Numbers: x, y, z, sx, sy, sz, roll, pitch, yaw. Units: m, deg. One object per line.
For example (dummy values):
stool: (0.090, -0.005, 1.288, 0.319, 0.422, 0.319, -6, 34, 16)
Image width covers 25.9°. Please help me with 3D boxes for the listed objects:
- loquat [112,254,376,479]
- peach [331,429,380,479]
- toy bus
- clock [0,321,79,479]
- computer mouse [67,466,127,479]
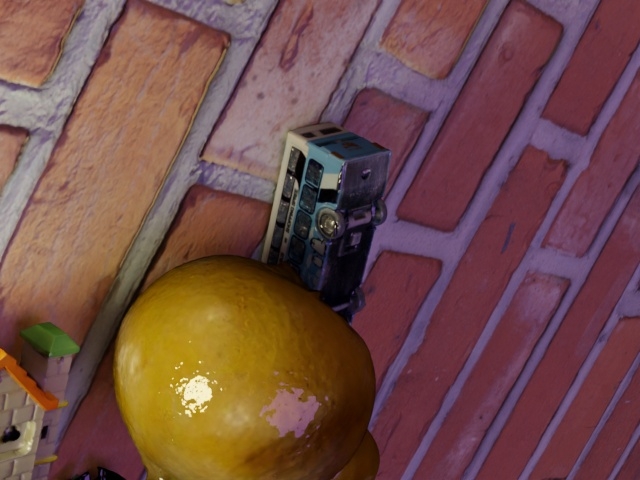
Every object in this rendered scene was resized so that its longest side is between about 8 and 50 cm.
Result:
loquat: (-0.108, 0.192, 1.694, 0.359, 0.328, 0.328, -55, 146, -11)
peach: (-0.017, 0.372, 2.115, 0.251, 0.153, 0.251, -40, 158, -19)
toy bus: (0.000, 0.000, 1.837, 0.106, 0.131, 0.297, -16, 130, -43)
clock: (-0.399, 0.217, 1.575, 0.220, 0.106, 0.255, -8, 119, -48)
computer mouse: (-0.312, 0.402, 1.844, 0.146, 0.077, 0.241, -18, 131, -44)
